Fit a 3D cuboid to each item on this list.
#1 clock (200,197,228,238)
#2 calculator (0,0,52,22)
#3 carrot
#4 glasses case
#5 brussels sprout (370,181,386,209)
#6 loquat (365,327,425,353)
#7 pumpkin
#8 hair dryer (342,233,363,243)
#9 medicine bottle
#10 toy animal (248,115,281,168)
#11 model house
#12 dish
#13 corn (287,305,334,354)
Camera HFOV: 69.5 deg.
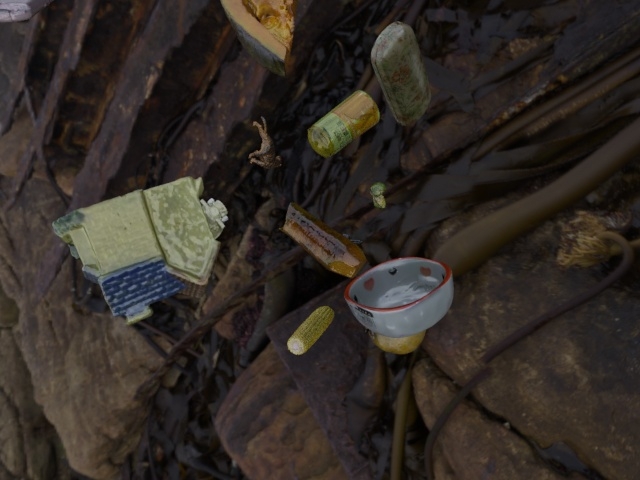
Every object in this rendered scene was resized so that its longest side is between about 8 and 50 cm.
[{"bbox_3d":[-0.451,-0.015,1.569,0.120,0.379,0.276,50,133,-1],"label":"clock"},{"bbox_3d":[-0.611,-0.484,0.934,0.175,0.100,0.032,-93,3,-48],"label":"calculator"},{"bbox_3d":[0.000,0.000,1.399,0.302,0.114,0.114,36,108,19],"label":"carrot"},{"bbox_3d":[0.275,-0.535,1.525,0.156,0.425,0.098,-49,61,1],"label":"glasses case"},{"bbox_3d":[0.165,-0.129,1.324,0.051,0.046,0.083,-120,19,-47],"label":"brussels sprout"},{"bbox_3d":[0.236,0.256,1.481,0.213,0.213,0.213,-5,82,38],"label":"loquat"},{"bbox_3d":[-0.142,-0.497,1.048,0.169,0.148,0.312,6,67,-4],"label":"pumpkin"},{"bbox_3d":[0.100,0.006,1.455,0.083,0.026,0.047,3,73,42],"label":"hair dryer"},{"bbox_3d":[0.068,-0.363,1.461,0.239,0.124,0.124,-41,55,-14],"label":"medicine bottle"},{"bbox_3d":[-0.218,-0.375,1.828,0.116,0.255,0.114,8,57,2],"label":"toy animal"},{"bbox_3d":[-0.394,0.037,1.072,0.266,0.321,0.261,64,156,6],"label":"model house"},{"bbox_3d":[0.194,0.145,1.099,0.256,0.256,0.117,-3,115,38],"label":"dish"},{"bbox_3d":[-0.029,0.320,1.677,0.081,0.248,0.081,14,119,26],"label":"corn"}]
